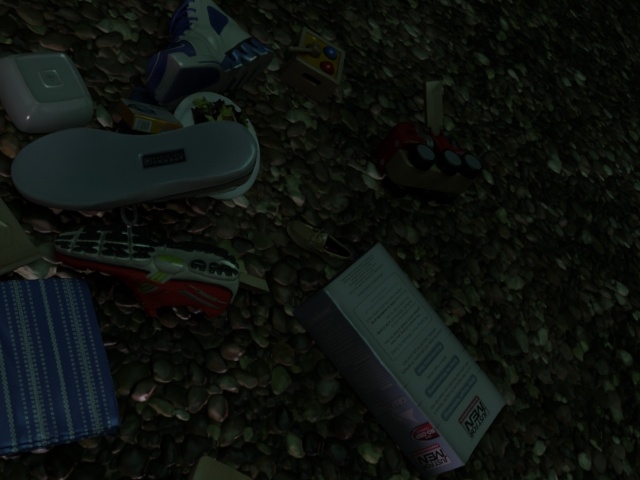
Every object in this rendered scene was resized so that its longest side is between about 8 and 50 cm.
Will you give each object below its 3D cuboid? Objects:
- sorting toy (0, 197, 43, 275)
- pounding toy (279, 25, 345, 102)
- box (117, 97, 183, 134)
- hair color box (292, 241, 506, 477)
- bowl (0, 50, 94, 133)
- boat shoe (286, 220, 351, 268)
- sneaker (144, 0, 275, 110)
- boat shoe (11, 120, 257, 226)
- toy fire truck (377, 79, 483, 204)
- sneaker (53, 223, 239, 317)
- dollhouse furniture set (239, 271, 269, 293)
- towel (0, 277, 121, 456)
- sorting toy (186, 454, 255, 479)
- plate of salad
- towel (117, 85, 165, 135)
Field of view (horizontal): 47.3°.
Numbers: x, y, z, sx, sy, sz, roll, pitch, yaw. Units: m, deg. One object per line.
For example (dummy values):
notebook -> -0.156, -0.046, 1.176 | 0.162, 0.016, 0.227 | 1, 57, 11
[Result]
sorting toy -> -0.512, -0.020, 0.989 | 0.208, 0.038, 0.193 | 50, 35, 6
pounding toy -> -0.022, -0.382, 1.548 | 0.141, 0.100, 0.130 | 27, 50, -22
box -> -0.285, -0.204, 1.210 | 0.081, 0.028, 0.136 | 9, 16, -29
hair color box -> 0.144, 0.208, 1.300 | 0.374, 0.113, 0.185 | 51, 46, 1
bowl -> -0.443, -0.249, 1.184 | 0.142, 0.053, 0.142 | -19, 76, -44
boat shoe -> 0.000, 0.000, 1.367 | 0.135, 0.045, 0.050 | 33, 48, -17
sneaker -> -0.239, -0.362, 1.365 | 0.182, 0.127, 0.315 | 48, 35, 4
boat shoe -> -0.285, -0.104, 1.163 | 0.367, 0.156, 0.135 | -11, 73, -10
toy fire truck -> 0.229, -0.229, 1.626 | 0.217, 0.158, 0.246 | 5, 49, -34
sneaker -> -0.264, 0.057, 1.096 | 0.279, 0.118, 0.107 | 14, 24, -8
dollhouse furniture set -> -0.132, 0.088, 1.199 | 0.114, 0.091, 0.081 | 22, 68, -29
towel -> -0.443, 0.168, 0.944 | 0.336, 0.040, 0.243 | -2, 63, -39
sorting toy -> -0.111, 0.464, 0.966 | 0.255, 0.089, 0.257 | 33, 49, -16
plate of salad -> -0.179, -0.173, 1.309 | 0.200, 0.048, 0.199 | 13, 71, -42
towel -> -0.310, -0.217, 1.280 | 0.067, 0.029, 0.119 | 24, 51, -22
